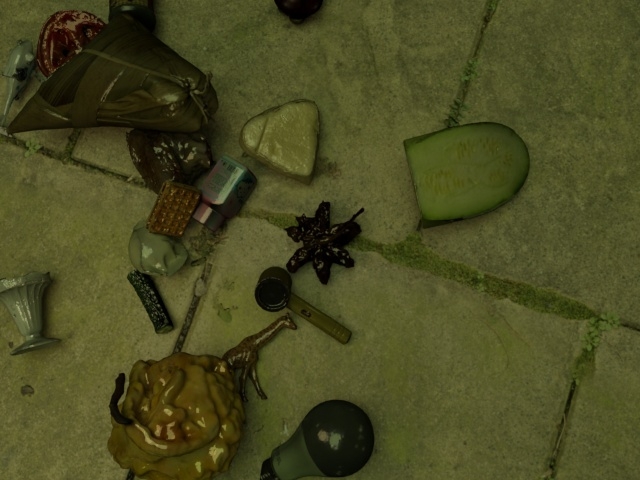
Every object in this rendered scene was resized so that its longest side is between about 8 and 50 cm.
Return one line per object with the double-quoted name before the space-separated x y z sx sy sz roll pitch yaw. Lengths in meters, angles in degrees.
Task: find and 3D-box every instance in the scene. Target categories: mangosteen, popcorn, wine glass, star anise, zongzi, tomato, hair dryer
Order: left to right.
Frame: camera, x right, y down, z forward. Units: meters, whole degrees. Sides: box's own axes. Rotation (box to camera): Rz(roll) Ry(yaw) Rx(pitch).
"wine glass" -0.774 0.192 1.843 0.165 0.165 0.196 -20 81 2
"tomato" -0.695 -0.537 2.006 0.228 0.101 0.228 0 83 -2
"zongzi" -0.515 -0.309 1.800 0.467 0.218 0.500 -46 59 -7
"popcorn" -0.360 0.421 1.647 0.349 0.382 0.349 -9 68 23
"mangosteen" -0.063 -0.681 1.950 0.152 0.152 0.152 -1 79 6
"hair dryer" -0.042 0.174 1.795 0.279 0.135 0.090 34 98 -6
"star anise" 0.000 0.000 1.812 0.190 0.126 0.220 10 83 12

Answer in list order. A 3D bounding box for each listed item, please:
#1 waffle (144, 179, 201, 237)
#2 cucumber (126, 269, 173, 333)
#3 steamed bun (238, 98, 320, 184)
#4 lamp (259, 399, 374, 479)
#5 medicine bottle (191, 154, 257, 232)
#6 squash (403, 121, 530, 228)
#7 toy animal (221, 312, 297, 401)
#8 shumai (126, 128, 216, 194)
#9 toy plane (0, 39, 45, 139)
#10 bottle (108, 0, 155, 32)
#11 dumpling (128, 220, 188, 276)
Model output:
"waffle" -0.381 -0.081 1.805 0.148 0.102 0.042 -61 40 20
"cucumber" -0.450 0.161 1.862 0.058 0.058 0.187 -32 76 0
"steamed bun" -0.112 -0.272 1.882 0.212 0.110 0.231 10 77 -9
"lamp" -0.017 0.494 1.714 0.314 0.182 0.182 -18 76 28
"medicine bottle" -0.262 -0.120 1.863 0.094 0.119 0.188 31 84 16
"squash" 0.384 -0.176 1.761 0.309 0.210 0.233 -13 92 8
"toy animal" -0.172 0.299 1.808 0.149 0.054 0.275 23 81 7
"shumai" -0.391 -0.218 1.900 0.185 0.184 0.218 -20 40 -38
"toy plane" -0.888 -0.445 2.006 0.182 0.107 0.273 35 89 17
"bottle" -0.551 -0.722 2.003 0.156 0.143 0.271 -2 69 -19
"dumpling" -0.430 0.023 1.857 0.155 0.111 0.181 7 67 -25
